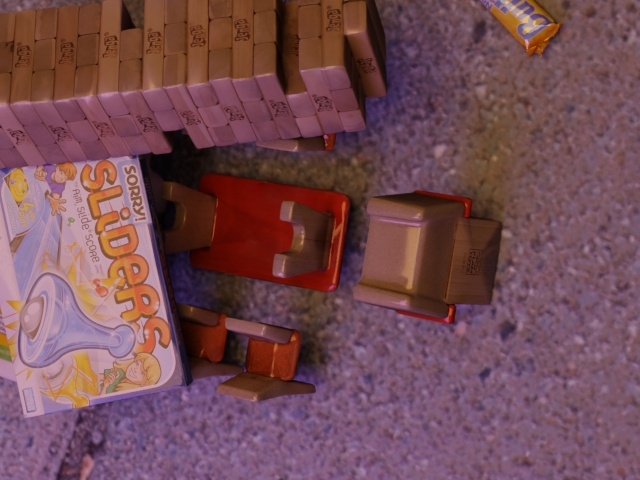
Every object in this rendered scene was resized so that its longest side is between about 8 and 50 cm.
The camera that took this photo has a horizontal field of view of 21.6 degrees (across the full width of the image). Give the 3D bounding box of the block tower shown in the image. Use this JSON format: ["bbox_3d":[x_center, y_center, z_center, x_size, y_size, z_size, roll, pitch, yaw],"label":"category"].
[{"bbox_3d":[-0.122,-0.126,1.275,0.335,0.097,0.091,-7,60,10],"label":"block tower"}]

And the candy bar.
[{"bbox_3d":[0.133,-0.213,1.361,0.040,0.018,0.161,-46,75,15],"label":"candy bar"}]

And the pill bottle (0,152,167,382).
[{"bbox_3d":[-0.206,-0.004,1.425,0.136,0.136,0.246,17,96,20],"label":"pill bottle"}]

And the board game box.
[{"bbox_3d":[-0.188,0.030,1.338,0.136,0.035,0.201,-12,93,6],"label":"board game box"}]

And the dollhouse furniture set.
[{"bbox_3d":[0.000,0.000,1.374,0.259,0.135,0.262,11,94,32],"label":"dollhouse furniture set"}]
